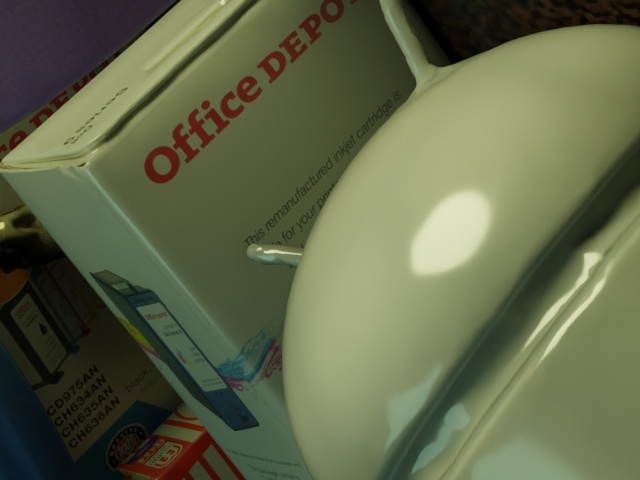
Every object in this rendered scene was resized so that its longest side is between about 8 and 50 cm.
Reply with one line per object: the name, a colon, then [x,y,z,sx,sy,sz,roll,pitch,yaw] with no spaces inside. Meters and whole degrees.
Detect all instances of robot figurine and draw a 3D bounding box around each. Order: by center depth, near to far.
robot figurine: [0.132,0.065,0.621,0.353,0.200,0.300,38,115,13]

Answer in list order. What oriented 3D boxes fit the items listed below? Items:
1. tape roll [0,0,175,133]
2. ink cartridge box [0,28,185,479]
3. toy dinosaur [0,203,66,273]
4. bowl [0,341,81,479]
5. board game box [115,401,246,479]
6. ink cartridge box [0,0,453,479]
tape roll: [-0.153,-0.118,0.677,0.274,0.275,0.090,10,140,50]
ink cartridge box: [-0.155,-0.003,0.980,0.168,0.171,0.233,16,144,45]
toy dinosaur: [-0.026,0.003,0.886,0.268,0.064,0.118,20,134,-28]
bowl: [-0.278,0.040,0.939,0.391,0.077,0.391,36,154,21]
board game box: [0.006,0.139,0.988,0.045,0.147,0.193,2,133,56]
ink cartridge box: [0.000,0.000,0.771,0.212,0.154,0.093,53,155,-21]
